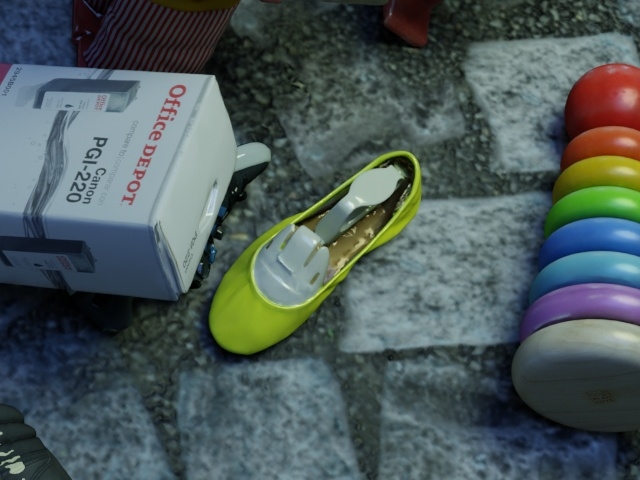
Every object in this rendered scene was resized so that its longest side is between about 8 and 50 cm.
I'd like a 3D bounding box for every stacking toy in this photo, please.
[{"bbox_3d":[0.245,-0.014,1.264,0.141,0.141,0.330,16,57,-6],"label":"stacking toy"}]

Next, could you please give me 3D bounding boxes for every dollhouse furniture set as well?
[{"bbox_3d":[-0.007,-0.204,1.264,0.374,0.201,0.152,2,63,-20],"label":"dollhouse furniture set"}]

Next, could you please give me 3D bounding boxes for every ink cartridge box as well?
[{"bbox_3d":[-0.190,-0.048,1.139,0.218,0.092,0.158,6,51,14],"label":"ink cartridge box"}]

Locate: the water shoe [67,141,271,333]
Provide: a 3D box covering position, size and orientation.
[{"bbox_3d":[-0.111,-0.001,1.211,0.203,0.073,0.080,-36,94,-20],"label":"water shoe"}]

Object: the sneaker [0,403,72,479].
[{"bbox_3d":[-0.302,0.209,1.033,0.296,0.104,0.147,-21,68,-29],"label":"sneaker"}]

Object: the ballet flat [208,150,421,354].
[{"bbox_3d":[0.000,0.000,1.222,0.077,0.077,0.231,45,63,10],"label":"ballet flat"}]
